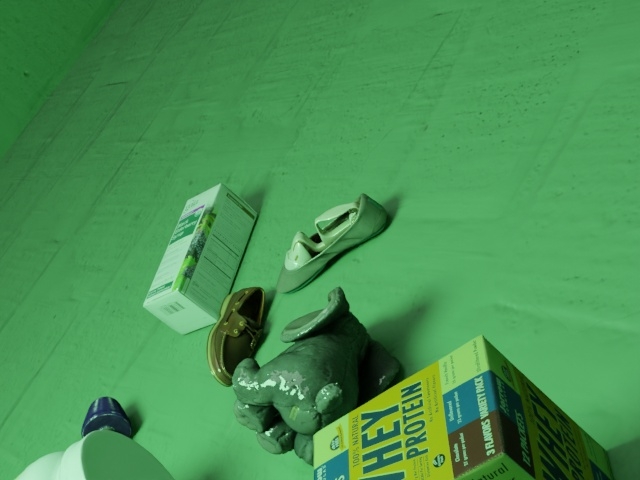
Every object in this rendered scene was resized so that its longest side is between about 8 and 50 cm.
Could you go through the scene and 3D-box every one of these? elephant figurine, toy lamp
[{"bbox_3d":[0.008,0.138,1.308,0.186,0.169,0.239,15,45,28],"label":"elephant figurine"},{"bbox_3d":[-0.309,0.328,1.574,0.080,0.080,0.274,-42,31,10],"label":"toy lamp"}]

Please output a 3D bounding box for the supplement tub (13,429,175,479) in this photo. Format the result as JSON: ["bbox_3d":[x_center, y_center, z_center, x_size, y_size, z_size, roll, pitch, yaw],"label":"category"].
[{"bbox_3d":[-0.334,0.412,1.330,0.325,0.235,0.235,-41,29,12],"label":"supplement tub"}]

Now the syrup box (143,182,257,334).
[{"bbox_3d":[-0.195,0.028,1.769,0.093,0.096,0.237,-22,38,39],"label":"syrup box"}]

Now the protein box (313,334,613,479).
[{"bbox_3d":[0.130,0.229,0.951,0.200,0.201,0.136,-34,31,24],"label":"protein box"}]

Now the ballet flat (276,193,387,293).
[{"bbox_3d":[0.000,0.000,1.562,0.213,0.068,0.072,-35,31,24],"label":"ballet flat"}]

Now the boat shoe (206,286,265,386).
[{"bbox_3d":[-0.119,0.133,1.564,0.060,0.064,0.178,-31,30,32],"label":"boat shoe"}]
